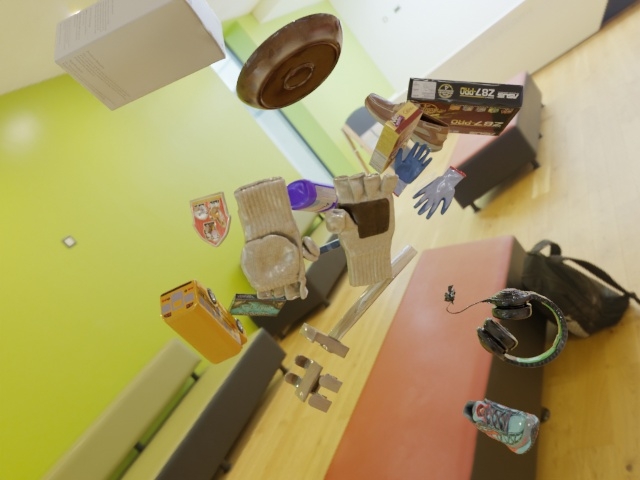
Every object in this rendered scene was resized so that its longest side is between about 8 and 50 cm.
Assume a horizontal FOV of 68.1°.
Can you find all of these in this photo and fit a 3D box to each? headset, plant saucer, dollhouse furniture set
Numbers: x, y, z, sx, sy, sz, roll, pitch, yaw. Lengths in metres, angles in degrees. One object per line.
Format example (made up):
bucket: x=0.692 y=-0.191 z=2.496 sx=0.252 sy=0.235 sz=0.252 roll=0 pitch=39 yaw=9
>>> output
headset: x=0.607 y=0.262 z=1.589 sx=0.185 sy=0.394 sz=0.243 roll=-16 pitch=-53 yaw=-76
plant saucer: x=-0.063 y=-0.420 z=1.169 sx=0.310 sy=0.050 sz=0.310 roll=-31 pitch=-9 yaw=-5
dollhouse furniture set: x=-0.034 y=0.447 z=1.695 sx=0.242 sy=0.161 sz=0.212 roll=-61 pitch=28 yaw=-7

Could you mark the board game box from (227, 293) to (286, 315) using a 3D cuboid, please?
board game box: x=-0.229 y=0.233 z=1.706 sx=0.126 sy=0.186 sz=0.026 roll=121 pitch=145 yaw=-48

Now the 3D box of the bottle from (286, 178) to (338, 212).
bottle: x=-0.002 y=-0.143 z=1.587 sx=0.118 sy=0.092 sz=0.283 roll=-19 pitch=-11 yaw=31

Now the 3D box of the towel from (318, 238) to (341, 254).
towel: x=0.029 y=0.025 z=1.706 sx=0.119 sy=0.029 sz=0.067 roll=-23 pitch=2 yaw=8

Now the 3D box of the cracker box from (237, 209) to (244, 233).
cracker box: x=-0.168 y=-0.020 z=1.574 sx=0.155 sy=0.232 sz=0.067 roll=-7 pitch=-24 yaw=-29

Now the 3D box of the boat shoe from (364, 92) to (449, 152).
boat shoe: x=0.308 y=-0.438 z=1.663 sx=0.123 sy=0.324 sz=0.116 roll=-53 pitch=-8 yaw=-49

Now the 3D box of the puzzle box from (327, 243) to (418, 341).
puzzle box: x=0.198 y=0.208 z=1.820 sx=0.409 sy=0.052 sz=0.272 roll=-55 pitch=-12 yaw=33

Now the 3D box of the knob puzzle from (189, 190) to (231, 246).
knob puzzle: x=-0.409 y=-0.069 z=1.751 sx=0.213 sy=0.213 sz=0.030 roll=-33 pitch=-8 yaw=29

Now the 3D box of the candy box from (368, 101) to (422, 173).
candy box: x=0.200 y=-0.273 z=1.281 sx=0.109 sy=0.053 sz=0.187 roll=-45 pitch=-10 yaw=-22

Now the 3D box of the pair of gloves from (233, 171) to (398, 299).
pair of gloves: x=0.000 y=0.000 z=0.698 sx=0.240 sy=0.204 sz=0.042 roll=-8 pitch=31 yaw=-10

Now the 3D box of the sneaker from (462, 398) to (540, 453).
sneaker: x=0.462 y=0.480 z=1.251 sx=0.104 sy=0.125 sz=0.262 roll=-64 pitch=4 yaw=-18

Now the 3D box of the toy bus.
toy bus: x=-0.315 y=0.241 z=1.337 sx=0.108 sy=0.333 sz=0.130 roll=-26 pitch=47 yaw=1

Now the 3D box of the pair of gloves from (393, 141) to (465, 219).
pair of gloves: x=0.270 y=-0.160 z=1.249 sx=0.159 sy=0.198 sz=0.023 roll=-52 pitch=-7 yaw=8

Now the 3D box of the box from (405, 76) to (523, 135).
box: x=0.516 y=-0.498 z=1.790 sx=0.318 sy=0.394 sz=0.097 roll=34 pitch=-118 yaw=-83

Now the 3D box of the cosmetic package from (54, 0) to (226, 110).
cosmetic package: x=-0.472 y=-0.529 z=1.257 sx=0.384 sy=0.156 sz=0.217 roll=-20 pitch=-28 yaw=10
